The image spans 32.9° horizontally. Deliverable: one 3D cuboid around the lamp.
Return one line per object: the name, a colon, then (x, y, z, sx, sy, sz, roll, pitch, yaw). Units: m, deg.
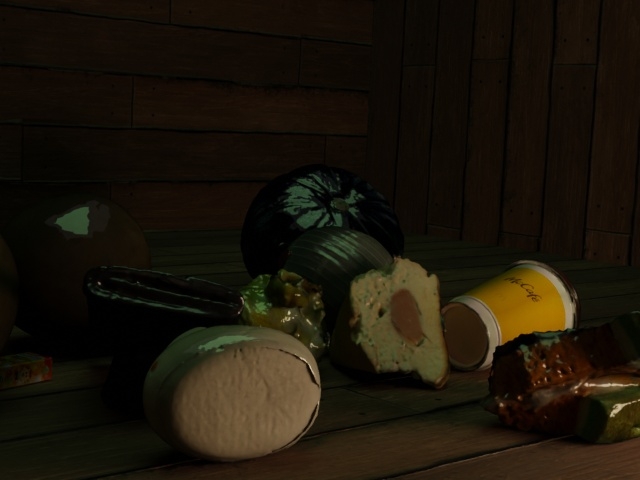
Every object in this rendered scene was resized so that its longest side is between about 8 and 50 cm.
lamp: (0.032, 0.092, 2.085, 0.233, 0.265, 0.233, -39, 7, 6)

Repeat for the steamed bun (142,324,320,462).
steamed bun: (-0.118, 0.188, 1.390, 0.228, 0.177, 0.131, -5, 18, -20)

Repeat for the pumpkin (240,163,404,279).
pumpkin: (0.000, 0.000, 2.426, 0.363, 0.266, 0.363, 9, 49, -10)

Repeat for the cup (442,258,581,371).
cup: (0.347, 0.146, 2.021, 0.279, 0.196, 0.196, -13, 15, -42)

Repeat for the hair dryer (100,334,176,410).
hair dryer: (-0.160, 0.209, 1.648, 0.244, 0.116, 0.302, 4, -6, 31)

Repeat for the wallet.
wallet: (-0.251, 0.127, 1.682, 0.228, 0.062, 0.406, 9, -17, -8)

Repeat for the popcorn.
popcorn: (-0.063, 0.132, 1.839, 0.198, 0.212, 0.198, 13, 39, -11)

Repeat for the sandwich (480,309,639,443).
sandwich: (0.380, 0.215, 1.560, 0.301, 0.162, 0.250, -12, -28, 10)

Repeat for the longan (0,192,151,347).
longan: (-0.460, 0.055, 1.992, 0.297, 0.297, 0.297, 3, 6, 0)

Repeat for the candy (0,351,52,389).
candy: (-0.491, 0.206, 1.715, 0.062, 0.038, 0.122, 7, 8, 36)

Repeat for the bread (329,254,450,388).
bread: (0.130, 0.131, 1.888, 0.183, 0.211, 0.224, 9, 0, -11)

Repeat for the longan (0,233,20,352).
longan: (-0.620, 0.076, 1.547, 0.360, 0.361, 0.361, 3, 6, 0)
